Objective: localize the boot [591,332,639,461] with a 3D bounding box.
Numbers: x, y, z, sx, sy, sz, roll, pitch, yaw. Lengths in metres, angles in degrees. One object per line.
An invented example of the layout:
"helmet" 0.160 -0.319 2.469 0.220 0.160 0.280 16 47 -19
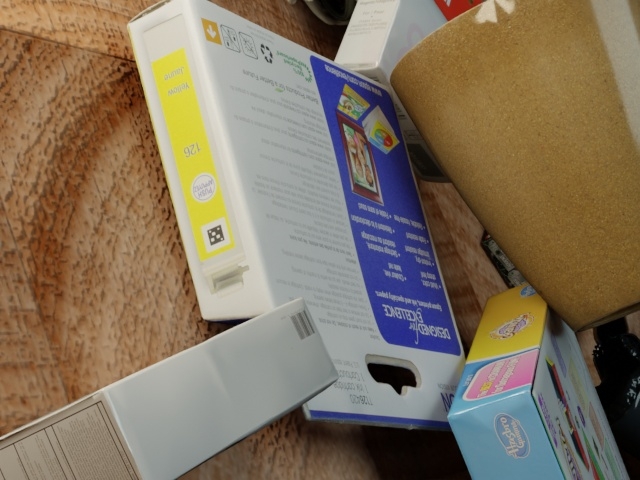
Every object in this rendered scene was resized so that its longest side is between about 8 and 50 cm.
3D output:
"boot" 0.337 0.233 1.546 0.207 0.094 0.246 41 39 -27

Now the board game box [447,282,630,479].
"board game box" 0.190 0.184 1.240 0.316 0.064 0.242 -49 118 -73

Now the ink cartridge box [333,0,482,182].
"ink cartridge box" 0.106 -0.199 1.435 0.189 0.066 0.232 47 59 -46

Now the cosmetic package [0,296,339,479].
"cosmetic package" -0.083 0.096 0.844 0.060 0.099 0.239 66 25 1

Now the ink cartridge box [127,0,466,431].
"ink cartridge box" 0.000 0.000 1.142 0.303 0.072 0.307 17 56 -60

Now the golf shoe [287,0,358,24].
"golf shoe" 0.031 -0.250 1.454 0.273 0.105 0.120 12 73 -55

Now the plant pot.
"plant pot" 0.214 -0.063 1.270 0.237 0.237 0.254 -3 69 -64

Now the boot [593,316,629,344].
"boot" 0.273 -0.040 1.704 0.280 0.096 0.264 -50 123 -67

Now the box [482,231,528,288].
"box" 0.209 0.005 1.599 0.094 0.027 0.137 56 25 -14
